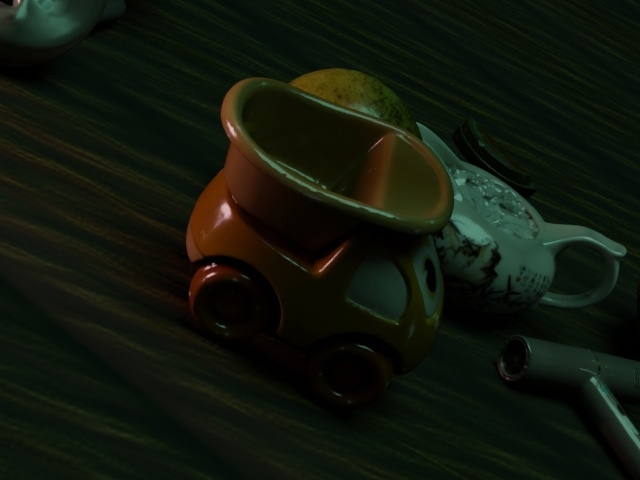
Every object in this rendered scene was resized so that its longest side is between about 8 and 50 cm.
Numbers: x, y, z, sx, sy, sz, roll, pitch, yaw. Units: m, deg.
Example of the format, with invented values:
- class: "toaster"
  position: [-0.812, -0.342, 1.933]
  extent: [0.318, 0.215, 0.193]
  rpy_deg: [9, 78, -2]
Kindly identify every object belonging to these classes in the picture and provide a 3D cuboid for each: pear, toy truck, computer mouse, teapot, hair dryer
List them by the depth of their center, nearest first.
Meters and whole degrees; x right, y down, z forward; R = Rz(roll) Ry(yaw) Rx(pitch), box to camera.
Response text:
- class: "toy truck"
  position: [0.000, 0.000, 1.559]
  extent: [0.288, 0.212, 0.204]
  rpy_deg: [28, 29, -7]
- class: "computer mouse"
  position: [-0.372, -0.312, 1.714]
  extent: [0.331, 0.095, 0.197]
  rpy_deg: [37, 67, 3]
- class: "pear"
  position: [0.014, -0.085, 1.736]
  extent: [0.197, 0.197, 0.197]
  rpy_deg: [27, 28, -16]
- class: "hair dryer"
  position: [0.302, 0.205, 1.766]
  extent: [0.195, 0.054, 0.220]
  rpy_deg: [14, 41, -34]
- class: "teapot"
  position: [0.194, -0.009, 1.862]
  extent: [0.299, 0.166, 0.208]
  rpy_deg: [21, 17, -6]

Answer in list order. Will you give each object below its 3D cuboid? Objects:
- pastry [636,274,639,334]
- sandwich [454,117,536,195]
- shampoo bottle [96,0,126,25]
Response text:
- class: "pastry"
  position: [0.500, 0.122, 1.961]
  extent: [0.284, 0.184, 0.316]
  rpy_deg: [13, 33, -17]
- class: "sandwich"
  position: [0.232, -0.108, 2.188]
  extent: [0.135, 0.029, 0.067]
  rpy_deg: [41, 28, 9]
- class: "shampoo bottle"
  position: [-0.285, -0.265, 1.837]
  extent: [0.080, 0.040, 0.165]
  rpy_deg: [42, 27, 9]
